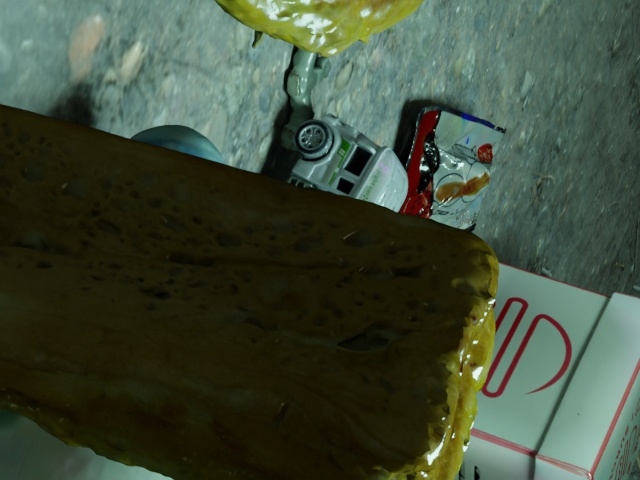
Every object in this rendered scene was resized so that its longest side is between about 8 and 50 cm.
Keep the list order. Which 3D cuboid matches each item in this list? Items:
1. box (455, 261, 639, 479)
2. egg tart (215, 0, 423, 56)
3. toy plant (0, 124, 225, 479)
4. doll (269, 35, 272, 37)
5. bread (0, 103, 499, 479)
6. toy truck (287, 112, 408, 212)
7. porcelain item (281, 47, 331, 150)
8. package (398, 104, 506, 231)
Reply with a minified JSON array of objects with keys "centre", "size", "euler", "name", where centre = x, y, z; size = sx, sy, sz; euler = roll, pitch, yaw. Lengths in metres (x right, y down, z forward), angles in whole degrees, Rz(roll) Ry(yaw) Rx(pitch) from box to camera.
[{"centre":[0.286,0.252,1.989],"size":[0.312,0.300,0.314],"euler":[-57,155,-36],"name":"box"},{"centre":[-0.008,-0.302,0.999],"size":[0.351,0.153,0.339],"euler":[9,100,-48],"name":"egg tart"},{"centre":[-0.123,0.070,0.936],"size":[0.247,0.247,0.332],"euler":[69,31,-58],"name":"toy plant"},{"centre":[-0.013,-0.290,1.159],"size":[0.142,0.076,0.245],"euler":[29,83,-59],"name":"doll"},{"centre":[-0.100,0.038,0.760],"size":[0.109,0.380,0.185],"euler":[89,21,-53],"name":"bread"},{"centre":[0.000,0.000,1.317],"size":[0.216,0.116,0.110],"euler":[-59,158,-8],"name":"toy truck"},{"centre":[-0.008,-0.156,1.338],"size":[0.075,0.021,0.136],"euler":[-38,140,-56],"name":"porcelain item"},{"centre":[0.149,-0.077,1.745],"size":[0.269,0.071,0.194],"euler":[-9,112,-53],"name":"package"}]
